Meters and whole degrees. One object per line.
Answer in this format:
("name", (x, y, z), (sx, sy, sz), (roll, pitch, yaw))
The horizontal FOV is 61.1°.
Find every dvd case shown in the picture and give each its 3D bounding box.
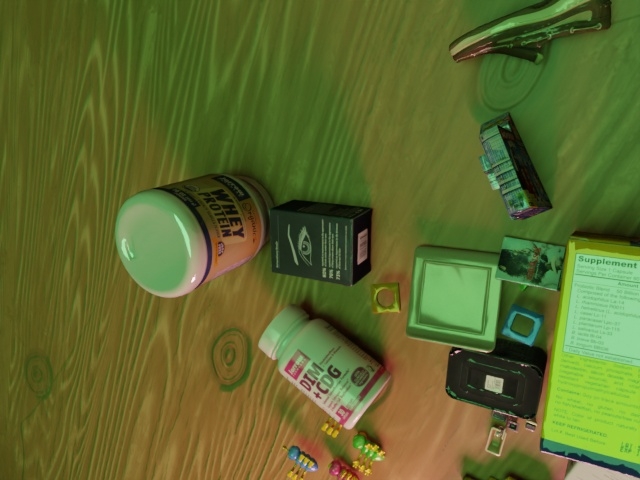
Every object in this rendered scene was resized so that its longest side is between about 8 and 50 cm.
("dvd case", (0.400, 0.044, 1.025), (0.120, 0.013, 0.087), (13, 80, 24))

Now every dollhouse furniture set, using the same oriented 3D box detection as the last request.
("dollhouse furniture set", (0.389, 0.423, 1.133), (0.091, 0.081, 0.114), (17, 113, 23))

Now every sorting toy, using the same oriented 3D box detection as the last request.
("sorting toy", (0.273, 0.115, 1.107), (0.348, 0.047, 0.195), (7, 88, 25))

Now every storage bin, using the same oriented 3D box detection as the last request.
("storage bin", (0.356, 0.271, 1.103), (0.180, 0.084, 0.121), (11, 110, 26))

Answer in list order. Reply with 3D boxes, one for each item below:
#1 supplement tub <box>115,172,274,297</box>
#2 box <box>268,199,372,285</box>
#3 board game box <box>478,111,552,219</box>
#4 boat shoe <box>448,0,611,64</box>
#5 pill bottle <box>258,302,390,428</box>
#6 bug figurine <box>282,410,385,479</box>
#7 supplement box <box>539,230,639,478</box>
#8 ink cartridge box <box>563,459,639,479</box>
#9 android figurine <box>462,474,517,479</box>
("supplement tub", (-0.263, -0.026, 1.206), (0.229, 0.316, 0.228), (9, 110, 26))
("box", (0.000, 0.000, 1.196), (0.207, 0.108, 0.153), (10, 110, 26))
("board game box", (0.328, -0.135, 0.954), (0.060, 0.194, 0.194), (-25, 78, 31))
("boat shoe", (0.349, -0.340, 0.911), (0.258, 0.095, 0.095), (-14, 104, 31))
("pill bottle", (0.005, 0.283, 1.250), (0.283, 0.160, 0.160), (37, 119, 14))
("bug figurine", (0.037, 0.521, 1.361), (0.216, 0.072, 0.279), (36, 114, 7))
("supplement box", (0.493, 0.173, 0.895), (0.194, 0.195, 0.356), (9, 98, 26))
("ink cartridge box", (0.645, 0.467, 1.021), (0.304, 0.072, 0.307), (28, 118, 17))
("android figurine", (0.427, 0.638, 1.198), (0.273, 0.056, 0.248), (24, 115, 22))
